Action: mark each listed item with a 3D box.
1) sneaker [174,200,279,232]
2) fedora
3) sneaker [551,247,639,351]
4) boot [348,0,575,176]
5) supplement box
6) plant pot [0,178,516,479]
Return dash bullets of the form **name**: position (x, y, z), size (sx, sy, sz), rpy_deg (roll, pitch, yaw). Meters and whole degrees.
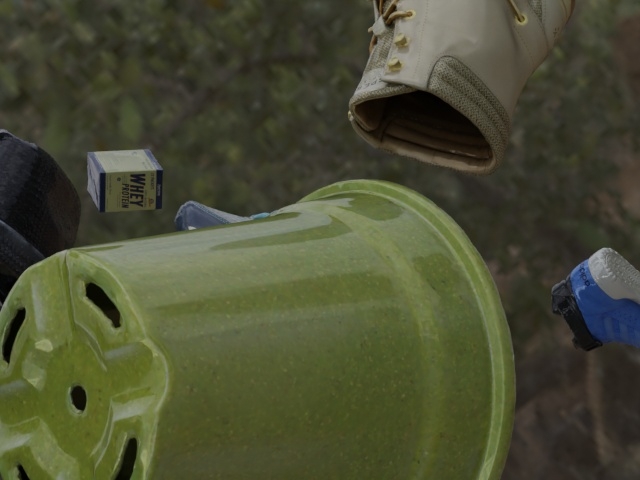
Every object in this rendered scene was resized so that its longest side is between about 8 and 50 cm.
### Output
- **sneaker**: position (0.000, 0.000, 1.611), size (0.122, 0.283, 0.110), rpy_deg (-69, 20, 3)
- **fedora**: position (-0.343, -0.015, 1.736), size (0.334, 0.334, 0.152), rpy_deg (-21, 37, 57)
- **sneaker**: position (0.273, 0.076, 1.536), size (0.084, 0.152, 0.058), rpy_deg (-38, 26, 33)
- **boot**: position (0.051, -0.177, 1.283), size (0.095, 0.262, 0.203), rpy_deg (-48, 12, 52)
- **supplement box**: position (-0.255, -0.078, 2.220), size (0.083, 0.056, 0.083), rpy_deg (-4, 24, -18)
- **plant pot**: position (-0.061, 0.095, 1.092), size (0.254, 0.276, 0.276), rpy_deg (0, -20, -44)
